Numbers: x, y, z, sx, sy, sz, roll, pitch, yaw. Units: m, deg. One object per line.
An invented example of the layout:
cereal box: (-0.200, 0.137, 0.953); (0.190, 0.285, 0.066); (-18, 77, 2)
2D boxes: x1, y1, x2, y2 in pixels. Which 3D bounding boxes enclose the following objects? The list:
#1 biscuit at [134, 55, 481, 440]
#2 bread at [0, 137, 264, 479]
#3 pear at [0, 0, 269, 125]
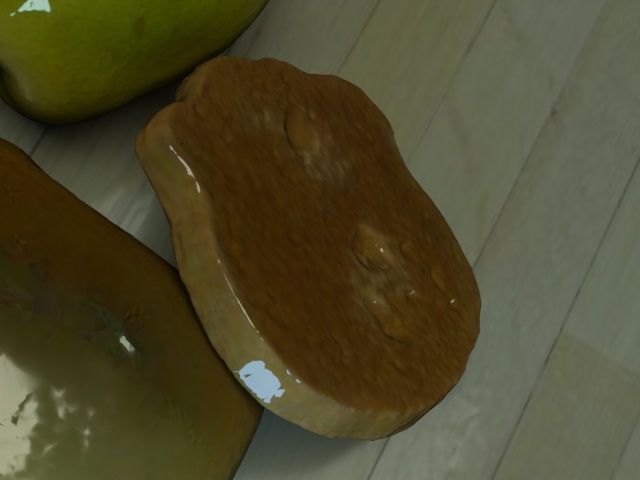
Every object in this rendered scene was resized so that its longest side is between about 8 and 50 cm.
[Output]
biscuit: (-0.002, 0.001, 1.107); (0.385, 0.062, 0.365); (-12, 71, -57)
bread: (-0.241, 0.106, 0.986); (0.376, 0.253, 0.348); (40, 52, -4)
pear: (-0.191, -0.316, 1.101); (0.362, 0.362, 0.418); (35, 84, -1)
